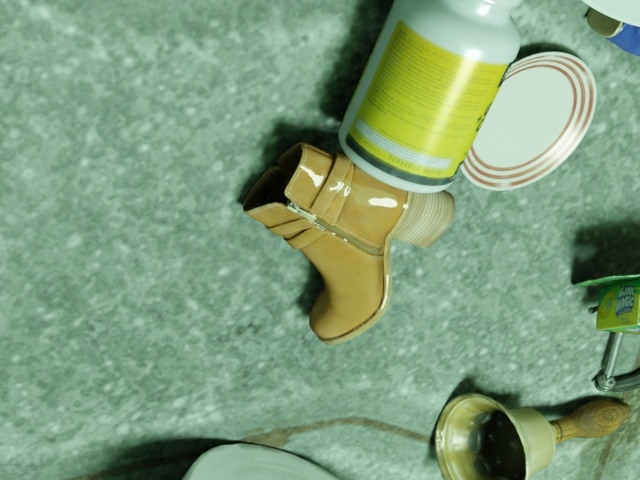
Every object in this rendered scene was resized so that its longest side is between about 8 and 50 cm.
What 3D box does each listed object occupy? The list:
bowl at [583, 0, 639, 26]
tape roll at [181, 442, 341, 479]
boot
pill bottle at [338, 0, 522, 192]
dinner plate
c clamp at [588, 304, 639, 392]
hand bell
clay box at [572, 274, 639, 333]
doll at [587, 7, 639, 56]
[{"bbox_3d":[0.276,-0.309,1.013,0.298,0.134,0.298,-6,134,-6],"label":"bowl"},{"bbox_3d":[-0.026,0.317,1.284,0.286,0.286,0.100,18,116,-40],"label":"tape roll"},{"bbox_3d":[0.000,0.000,1.192,0.152,0.073,0.197,18,125,-27],"label":"boot"},{"bbox_3d":[0.091,-0.136,1.095,0.103,0.103,0.184,4,125,-33],"label":"pill bottle"},{"bbox_3d":[0.177,-0.105,1.235,0.141,0.017,0.141,-16,134,-18],"label":"dinner plate"},{"bbox_3d":[0.328,0.106,1.506,0.137,0.022,0.160,-20,133,-22],"label":"c clamp"},{"bbox_3d":[0.250,0.202,1.498,0.242,0.126,0.126,-8,131,-40],"label":"hand bell"},{"bbox_3d":[0.365,0.070,1.372,0.222,0.127,0.053,5,83,-5],"label":"clay box"},{"bbox_3d":[0.322,-0.186,1.231,0.189,0.046,0.129,15,119,-38],"label":"doll"}]
